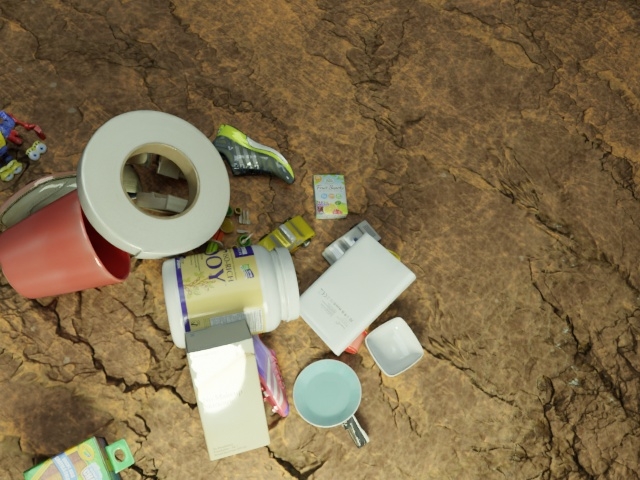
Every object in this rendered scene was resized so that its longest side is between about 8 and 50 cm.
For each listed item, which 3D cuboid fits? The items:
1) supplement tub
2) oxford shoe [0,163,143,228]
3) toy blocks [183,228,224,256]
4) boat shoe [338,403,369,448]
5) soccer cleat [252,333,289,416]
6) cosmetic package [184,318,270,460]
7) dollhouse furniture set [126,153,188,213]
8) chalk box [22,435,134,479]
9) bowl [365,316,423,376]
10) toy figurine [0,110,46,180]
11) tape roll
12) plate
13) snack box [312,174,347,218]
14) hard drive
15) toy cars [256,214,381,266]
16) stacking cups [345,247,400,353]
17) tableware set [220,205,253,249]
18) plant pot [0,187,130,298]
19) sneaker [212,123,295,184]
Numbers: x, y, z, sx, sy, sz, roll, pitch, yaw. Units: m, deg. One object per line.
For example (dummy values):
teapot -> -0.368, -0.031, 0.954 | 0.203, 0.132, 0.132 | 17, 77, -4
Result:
supplement tub -> -0.239, 0.142, 1.428 | 0.331, 0.241, 0.241 | -10, 70, -13
oxford shoe -> -0.705, -0.114, 1.516 | 0.397, 0.140, 0.146 | -28, 82, -16
toy blocks -> -0.342, -0.018, 1.578 | 0.123, 0.054, 0.148 | 15, 66, -2
boat shoe -> 0.081, 0.503, 1.441 | 0.038, 0.046, 0.125 | -32, 85, -25
soccer cleat -> -0.141, 0.356, 1.447 | 0.095, 0.083, 0.248 | -28, 72, -23
cosmetic package -> -0.228, 0.368, 1.316 | 0.160, 0.113, 0.309 | -12, 111, -13
dollhouse furniture set -> -0.425, -0.201, 1.533 | 0.161, 0.212, 0.242 | 8, 86, 38
chalk box -> -0.558, 0.555, 1.265 | 0.213, 0.132, 0.132 | -26, 75, -18
bowl -> 0.207, 0.311, 1.534 | 0.142, 0.053, 0.142 | -28, 75, -19
toy figurine -> -0.981, -0.271, 1.489 | 0.191, 0.217, 0.362 | 39, 67, 8
tape roll -> -0.425, -0.145, 1.387 | 0.392, 0.072, 0.392 | 10, 71, -33
plate -> 0.019, 0.418, 1.453 | 0.188, 0.024, 0.188 | -4, 55, 5
snack box -> 0.029, -0.140, 1.698 | 0.100, 0.037, 0.141 | 0, 68, -11
hard drive -> 0.091, 0.146, 1.513 | 0.307, 0.040, 0.203 | -44, 60, -5
toy cars -> 0.000, 0.000, 1.609 | 0.393, 0.087, 0.176 | 4, 68, -8
stacking cups -> 0.142, 0.175, 1.556 | 0.096, 0.096, 0.316 | 24, 66, 1
tableware set -> -0.253, -0.033, 1.595 | 0.104, 0.024, 0.154 | 9, 65, -31
plant pot -> -0.677, 0.022, 1.401 | 0.243, 0.275, 0.275 | -20, 72, -2
sneaker -> -0.217, -0.244, 1.677 | 0.300, 0.111, 0.121 | 29, 76, 9
